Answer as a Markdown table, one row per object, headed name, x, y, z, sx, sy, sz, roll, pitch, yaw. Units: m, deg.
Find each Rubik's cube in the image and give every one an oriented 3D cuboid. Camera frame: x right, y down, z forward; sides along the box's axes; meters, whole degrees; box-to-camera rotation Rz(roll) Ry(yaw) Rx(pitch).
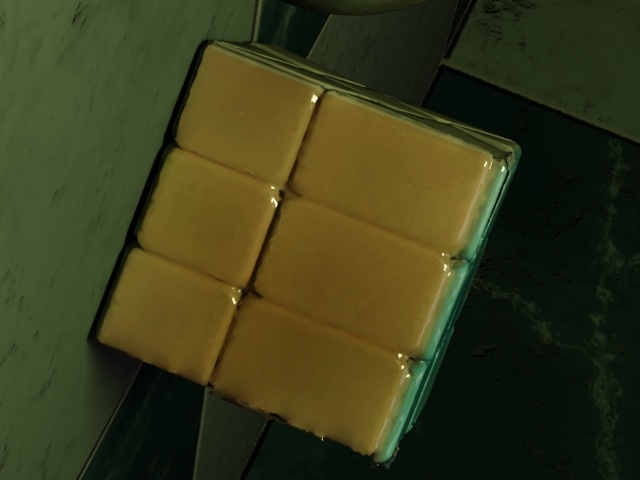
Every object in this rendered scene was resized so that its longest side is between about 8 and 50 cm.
| name | x | y | z | sx | sy | sz | roll | pitch | yaw |
| --- | --- | --- | --- | --- | --- | --- | --- | --- | --- |
| Rubik's cube | 0.000 | 0.000 | 1.299 | 0.231 | 0.221 | 0.224 | -31 | 142 | -80 |

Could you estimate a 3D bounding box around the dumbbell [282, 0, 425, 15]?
| name | x | y | z | sx | sy | sz | roll | pitch | yaw |
| --- | --- | --- | --- | --- | --- | --- | --- | --- | --- |
| dumbbell | 0.015 | -0.234 | 0.784 | 0.388 | 0.185 | 0.185 | 93 | 21 | -73 |
